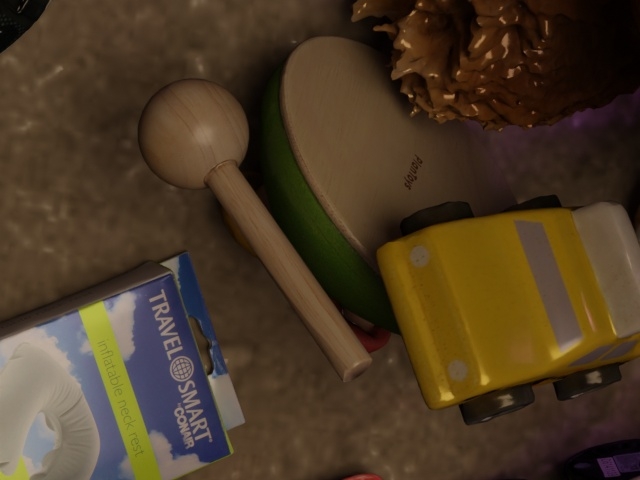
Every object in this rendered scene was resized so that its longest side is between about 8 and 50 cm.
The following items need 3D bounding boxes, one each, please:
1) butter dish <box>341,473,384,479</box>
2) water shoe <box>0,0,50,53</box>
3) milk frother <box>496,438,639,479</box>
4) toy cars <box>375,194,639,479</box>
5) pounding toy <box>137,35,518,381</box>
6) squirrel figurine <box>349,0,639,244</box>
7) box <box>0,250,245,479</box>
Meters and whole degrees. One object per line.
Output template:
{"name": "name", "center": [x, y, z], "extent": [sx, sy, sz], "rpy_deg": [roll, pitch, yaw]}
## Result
{"name": "butter dish", "center": [0.003, 0.227, 0.912], "extent": [0.160, 0.118, 0.160], "rpy_deg": [-19, 103, -22]}
{"name": "water shoe", "center": [-0.189, -0.097, 0.811], "extent": [0.203, 0.080, 0.073], "rpy_deg": [-44, 111, -14]}
{"name": "milk frother", "center": [0.158, 0.199, 1.002], "extent": [0.143, 0.129, 0.135], "rpy_deg": [-5, 100, 20]}
{"name": "toy cars", "center": [0.180, 0.085, 0.869], "extent": [0.393, 0.087, 0.176], "rpy_deg": [43, 40, -31]}
{"name": "pounding toy", "center": [0.000, 0.000, 0.885], "extent": [0.237, 0.110, 0.183], "rpy_deg": [-14, 69, -57]}
{"name": "squirrel figurine", "center": [0.228, -0.118, 0.882], "extent": [0.397, 0.370, 0.281], "rpy_deg": [28, 84, 5]}
{"name": "box", "center": [-0.126, 0.086, 0.881], "extent": [0.178, 0.042, 0.109], "rpy_deg": [-22, 104, -20]}
